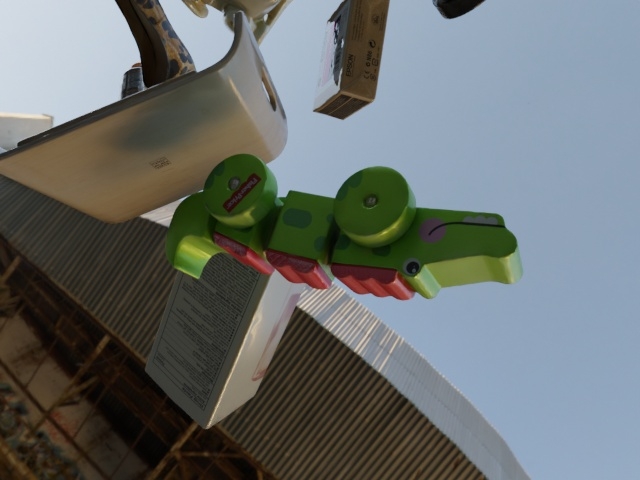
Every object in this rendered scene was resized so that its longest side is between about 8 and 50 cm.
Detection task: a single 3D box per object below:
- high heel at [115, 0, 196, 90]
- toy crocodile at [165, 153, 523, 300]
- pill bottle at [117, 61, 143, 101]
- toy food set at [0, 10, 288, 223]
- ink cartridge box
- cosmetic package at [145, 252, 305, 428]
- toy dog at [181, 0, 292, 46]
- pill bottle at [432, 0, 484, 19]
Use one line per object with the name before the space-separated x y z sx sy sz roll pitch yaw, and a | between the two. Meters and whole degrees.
high heel | -0.261 -0.279 0.660 0.093 0.186 0.261 12 -85 33
toy crocodile | 0.000 0.000 0.435 0.340 0.115 0.105 9 -109 25
pill bottle | -0.531 -0.424 1.433 0.130 0.130 0.246 -33 -131 27
toy food set | -0.197 -0.128 0.554 0.306 0.220 0.092 -22 -105 1
ink cartridge box | 0.064 -0.410 1.079 0.088 0.193 0.235 9 -92 -19
cosmetic package | -0.137 0.109 0.732 0.153 0.129 0.296 35 -67 21
toy dog | -0.264 -0.685 1.160 0.407 0.395 0.285 34 -88 -13
pill bottle | 0.115 -0.362 0.526 0.122 0.123 0.219 -32 -57 27
